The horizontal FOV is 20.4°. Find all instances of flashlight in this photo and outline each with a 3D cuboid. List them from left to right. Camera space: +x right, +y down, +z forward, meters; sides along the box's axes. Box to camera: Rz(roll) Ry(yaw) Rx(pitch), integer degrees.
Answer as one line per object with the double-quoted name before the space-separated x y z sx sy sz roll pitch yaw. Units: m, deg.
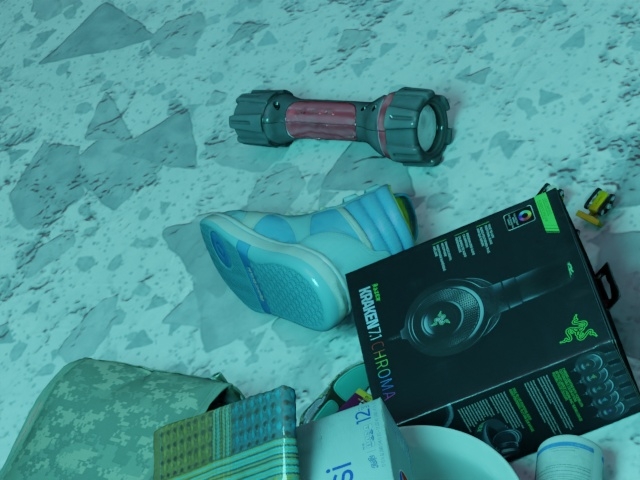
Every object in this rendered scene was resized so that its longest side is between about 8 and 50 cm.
"flashlight" 0.020 -0.153 2.331 0.304 0.103 0.103 5 56 33

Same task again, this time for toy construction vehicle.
"toy construction vehicle" 0.290 -0.025 2.102 0.086 0.035 0.098 26 68 32

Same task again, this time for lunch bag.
"lunch bag" -0.227 0.271 2.016 0.235 0.169 0.287 7 58 35

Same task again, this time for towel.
"towel" -0.090 0.348 1.759 0.271 0.040 0.370 -23 63 53

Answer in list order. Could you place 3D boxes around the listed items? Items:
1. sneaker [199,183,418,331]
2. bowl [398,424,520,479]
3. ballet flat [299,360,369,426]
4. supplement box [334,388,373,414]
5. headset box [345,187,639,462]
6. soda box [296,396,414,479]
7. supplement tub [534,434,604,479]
"sneaker" 0.000 0.000 2.194 0.208 0.127 0.319 -32 30 -22
"bowl" 0.089 0.343 1.783 0.298 0.134 0.298 -16 44 16
"ballet flat" 0.014 0.181 2.059 0.041 0.041 0.114 25 64 43
"supplement box" 0.039 0.217 1.994 0.083 0.055 0.043 -46 43 -15
"headset box" 0.195 0.106 1.952 0.283 0.131 0.246 -22 43 10
"soda box" 0.046 0.294 1.687 0.098 0.091 0.286 -21 43 11
"supplement tub" 0.252 0.259 1.816 0.071 0.071 0.107 -9 45 24
